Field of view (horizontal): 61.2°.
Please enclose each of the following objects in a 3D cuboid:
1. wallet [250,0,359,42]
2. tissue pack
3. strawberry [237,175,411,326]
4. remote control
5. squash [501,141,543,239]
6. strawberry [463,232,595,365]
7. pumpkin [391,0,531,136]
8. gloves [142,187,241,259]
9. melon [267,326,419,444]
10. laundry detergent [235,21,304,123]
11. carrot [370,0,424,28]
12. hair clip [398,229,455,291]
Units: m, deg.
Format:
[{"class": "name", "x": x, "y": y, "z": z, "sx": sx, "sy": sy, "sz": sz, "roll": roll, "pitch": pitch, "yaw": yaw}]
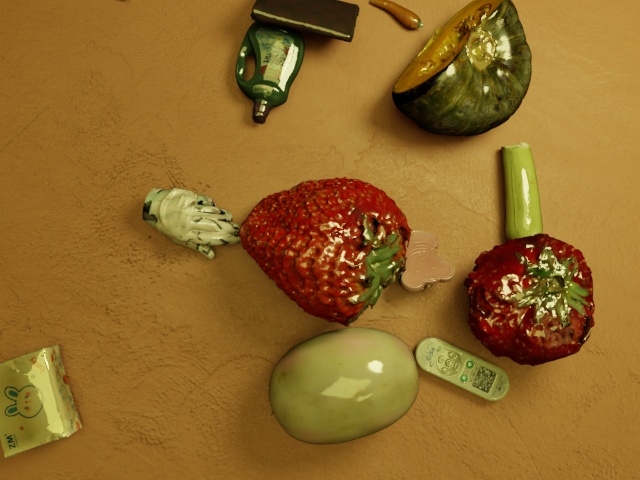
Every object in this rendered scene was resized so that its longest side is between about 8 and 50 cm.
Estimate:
[{"class": "wallet", "x": -0.030, "y": -0.508, "z": 1.209, "sx": 0.229, "sy": 0.049, "sz": 0.182, "roll": 12, "pitch": 42, "yaw": -2}, {"class": "tissue pack", "x": -0.617, "y": 0.341, "z": 1.160, "sx": 0.148, "sy": 0.092, "sz": 0.196, "roll": -19, "pitch": 87, "yaw": -3}, {"class": "strawberry", "x": 0.000, "y": 0.000, "z": 1.136, "sx": 0.351, "sy": 0.267, "sz": 0.312, "roll": 21, "pitch": 56, "yaw": 29}, {"class": "remote control", "x": 0.313, "y": 0.285, "z": 1.206, "sx": 0.221, "sy": 0.042, "sz": 0.078, "roll": 25, "pitch": 85, "yaw": 0}, {"class": "squash", "x": 0.449, "y": -0.100, "z": 1.214, "sx": 0.083, "sy": 0.083, "sz": 0.250, "roll": -4, "pitch": 85, "yaw": -1}, {"class": "strawberry", "x": 0.422, "y": 0.129, "z": 1.132, "sx": 0.274, "sy": 0.220, "sz": 0.274, "roll": 1, "pitch": 71, "yaw": -3}, {"class": "pumpkin", "x": 0.318, "y": -0.347, "z": 1.187, "sx": 0.325, "sy": 0.242, "sz": 0.232, "roll": -47, "pitch": 117, "yaw": -8}, {"class": "gloves", "x": -0.275, "y": -0.040, "z": 1.188, "sx": 0.212, "sy": 0.111, "sz": 0.127, "roll": 18, "pitch": 81, "yaw": 8}, {"class": "melon", "x": 0.044, "y": 0.295, "z": 1.111, "sx": 0.317, "sy": 0.223, "sz": 0.223, "roll": -17, "pitch": 87, "yaw": 3}, {"class": "laundry detergent", "x": -0.126, "y": -0.376, "z": 1.227, "sx": 0.144, "sy": 0.078, "sz": 0.222, "roll": 18, "pitch": 88, "yaw": 2}, {"class": "carrot", "x": 0.180, "y": -0.532, "z": 1.264, "sx": 0.142, "sy": 0.035, "sz": 0.035, "roll": 34, "pitch": 86, "yaw": 9}, {"class": "hair clip", "x": 0.220, "y": 0.041, "z": 1.190, "sx": 0.123, "sy": 0.102, "sz": 0.138, "roll": -9, "pitch": 86, "yaw": -4}]
